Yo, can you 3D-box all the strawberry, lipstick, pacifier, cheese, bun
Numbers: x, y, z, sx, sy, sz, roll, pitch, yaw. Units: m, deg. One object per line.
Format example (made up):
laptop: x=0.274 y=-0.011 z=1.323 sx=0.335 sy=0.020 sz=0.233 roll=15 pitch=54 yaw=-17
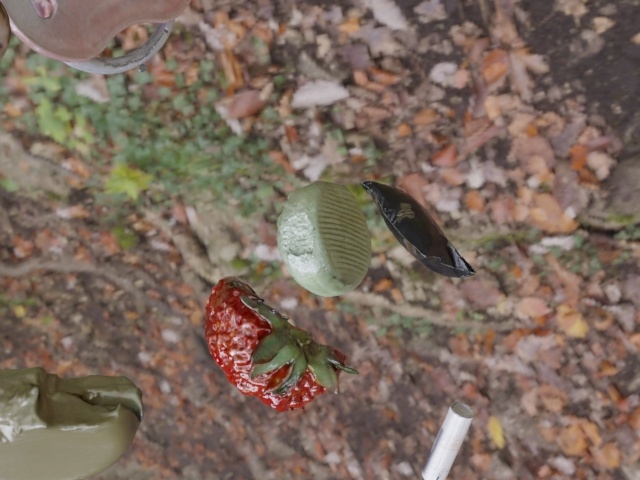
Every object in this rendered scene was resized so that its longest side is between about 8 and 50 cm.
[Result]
strawberry: x=-0.082 y=0.107 z=1.284 sx=0.098 sy=0.174 sz=0.228 roll=-54 pitch=39 yaw=-4
lipstick: x=0.195 y=0.313 z=1.765 sx=0.040 sy=0.040 sz=0.141 roll=38 pitch=124 yaw=32
pacifier: x=-0.280 y=-0.377 z=1.534 sx=0.220 sy=0.332 sz=0.273 roll=51 pitch=147 yaw=8
cheese: x=-0.296 y=0.204 z=1.281 sx=0.175 sy=0.202 sz=0.091 roll=90 pitch=171 yaw=-51
bun: x=0.002 y=0.000 z=2.006 sx=0.108 sy=0.221 sz=0.221 roll=-15 pitch=95 yaw=29

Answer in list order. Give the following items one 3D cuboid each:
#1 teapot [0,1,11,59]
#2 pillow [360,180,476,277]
teapot: x=-0.454 y=-0.237 z=1.277 sx=0.298 sy=0.204 sz=0.139 roll=-13 pitch=88 yaw=56
pillow: x=0.111 y=-0.012 z=1.332 sx=0.048 sy=0.090 sz=0.150 roll=-40 pitch=48 yaw=4
